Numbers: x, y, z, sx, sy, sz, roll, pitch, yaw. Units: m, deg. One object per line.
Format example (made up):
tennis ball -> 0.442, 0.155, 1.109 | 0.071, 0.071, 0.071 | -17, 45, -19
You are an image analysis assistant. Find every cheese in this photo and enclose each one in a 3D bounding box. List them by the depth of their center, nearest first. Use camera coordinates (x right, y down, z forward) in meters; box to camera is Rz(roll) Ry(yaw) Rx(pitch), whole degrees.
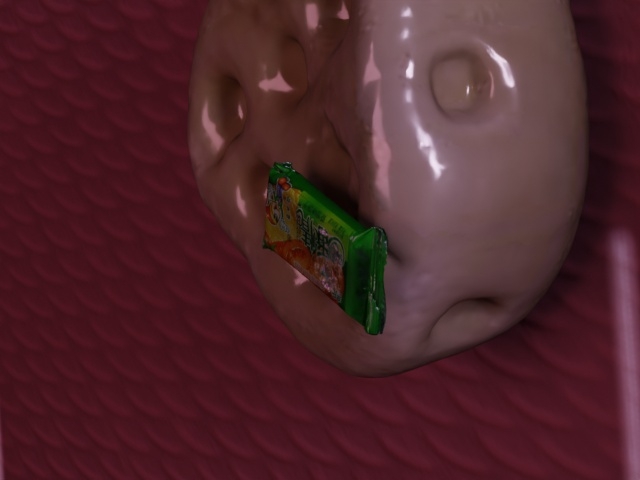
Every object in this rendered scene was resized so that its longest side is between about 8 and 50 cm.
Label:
cheese -> 0.026, -0.059, 0.895 | 0.218, 0.117, 0.235 | 21, 111, 57

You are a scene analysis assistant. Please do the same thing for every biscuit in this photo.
biscuit -> 0.000, 0.000, 0.821 | 0.089, 0.016, 0.046 | 40, 134, 50
